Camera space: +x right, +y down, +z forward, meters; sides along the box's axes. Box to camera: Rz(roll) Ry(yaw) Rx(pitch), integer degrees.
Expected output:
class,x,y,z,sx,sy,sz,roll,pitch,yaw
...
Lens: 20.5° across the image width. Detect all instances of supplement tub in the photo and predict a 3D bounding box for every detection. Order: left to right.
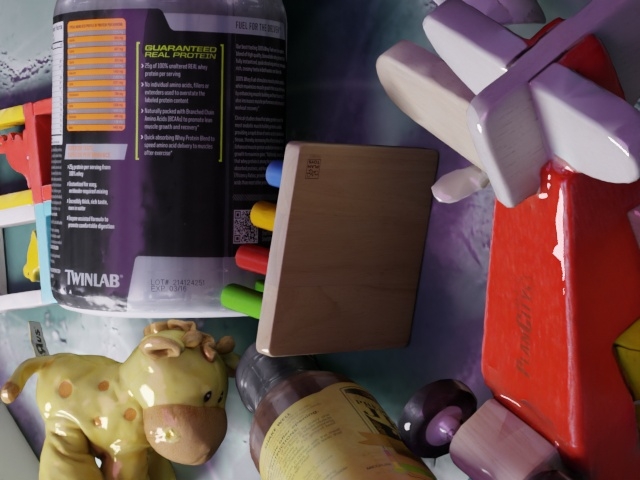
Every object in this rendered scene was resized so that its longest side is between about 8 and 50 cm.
class,x,y,z,sx,sy,sz,roll,pitch,yaw
supplement tub,-0.123,-0.098,1.450,0.194,0.193,0.316,3,93,38

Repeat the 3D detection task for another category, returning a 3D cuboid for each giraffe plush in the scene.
class,x,y,z,sx,sy,sz,roll,pitch,yaw
giraffe plush,-0.144,0.141,1.496,0.170,0.181,0.210,-21,95,25

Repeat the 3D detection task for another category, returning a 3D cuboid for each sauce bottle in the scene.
class,x,y,z,sx,sy,sz,roll,pitch,yaw
sauce bottle,0.009,0.164,1.320,0.344,0.111,0.111,-129,55,-63

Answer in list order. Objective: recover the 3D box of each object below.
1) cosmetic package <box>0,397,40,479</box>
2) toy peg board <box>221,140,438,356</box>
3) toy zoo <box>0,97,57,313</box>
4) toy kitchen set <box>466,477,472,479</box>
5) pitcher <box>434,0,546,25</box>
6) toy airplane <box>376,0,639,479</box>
class,x,y,z,sx,sy,sz,roll,pitch,yaw
cosmetic package,-0.311,0.305,1.659,0.160,0.113,0.309,-48,63,28
toy peg board,0.000,0.000,1.377,0.079,0.161,0.160,15,101,41
toy zoo,-0.252,-0.035,1.655,0.293,0.030,0.192,-8,86,38
toy kitchen set,0.098,0.264,1.266,0.122,0.166,0.207,-52,43,26
pitcher,0.106,-0.276,1.323,0.178,0.125,0.207,26,119,51
toy airplane,0.199,-0.008,1.148,0.386,0.272,0.384,66,154,4
